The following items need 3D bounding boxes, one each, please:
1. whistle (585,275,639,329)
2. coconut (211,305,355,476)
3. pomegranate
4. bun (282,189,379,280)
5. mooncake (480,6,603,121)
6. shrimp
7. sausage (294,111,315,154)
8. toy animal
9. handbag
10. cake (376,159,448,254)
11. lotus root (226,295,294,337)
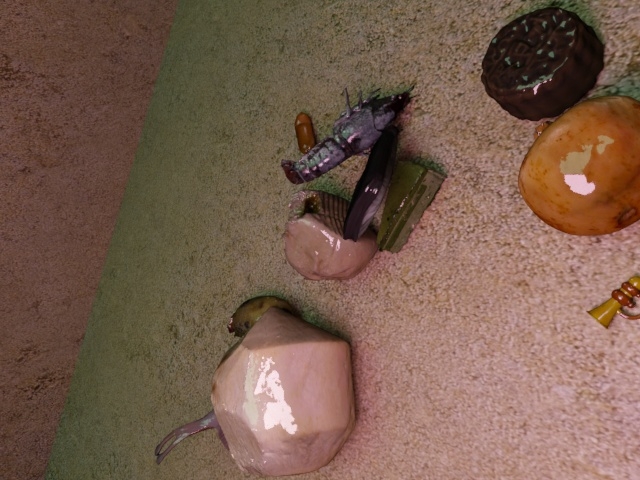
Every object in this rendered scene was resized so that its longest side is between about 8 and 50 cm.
[{"bbox_3d":[0.529,0.111,0.845,0.109,0.046,0.057,-47,34,20],"label":"whistle"},{"bbox_3d":[-0.099,0.366,1.223,0.416,0.345,0.414,-12,74,45],"label":"coconut"},{"bbox_3d":[0.471,-0.129,0.844,0.248,0.248,0.248,-17,67,44],"label":"pomegranate"},{"bbox_3d":[0.014,0.004,1.289,0.204,0.282,0.281,-58,43,30],"label":"bun"},{"bbox_3d":[0.452,-0.374,1.012,0.228,0.124,0.228,-19,64,44],"label":"mooncake"},{"bbox_3d":[0.084,-0.288,1.322,0.411,0.221,0.166,-42,33,-8],"label":"shrimp"},{"bbox_3d":[-0.051,-0.349,1.601,0.062,0.054,0.183,-18,58,7],"label":"sausage"},{"bbox_3d":[-0.326,0.529,1.440,0.225,0.285,0.301,58,137,44],"label":"toy animal"},{"bbox_3d":[0.129,-0.146,1.185,0.332,0.075,0.191,-64,-4,-51],"label":"handbag"},{"bbox_3d":[0.202,-0.085,1.212,0.099,0.100,0.235,43,110,47],"label":"cake"},{"bbox_3d":[-0.196,0.246,1.508,0.278,0.154,0.153,-18,66,45],"label":"lotus root"}]
